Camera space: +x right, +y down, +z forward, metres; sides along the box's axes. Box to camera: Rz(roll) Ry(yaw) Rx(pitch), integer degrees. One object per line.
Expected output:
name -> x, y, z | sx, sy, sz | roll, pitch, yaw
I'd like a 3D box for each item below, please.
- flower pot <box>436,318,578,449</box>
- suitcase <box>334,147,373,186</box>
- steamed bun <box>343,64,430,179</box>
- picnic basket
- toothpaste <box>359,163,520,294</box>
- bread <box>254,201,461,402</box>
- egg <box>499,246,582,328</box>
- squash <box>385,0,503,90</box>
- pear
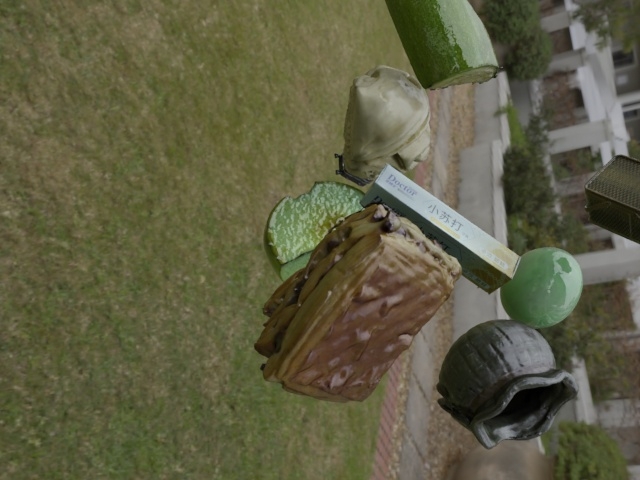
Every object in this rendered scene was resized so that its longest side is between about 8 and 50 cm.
flower pot -> 0.425, 0.345, 1.447 | 0.302, 0.301, 0.213 | 55, 4, -44
suitcase -> 0.106, -0.222, 1.863 | 0.126, 0.059, 0.086 | 24, 52, -38
steamed bun -> 0.163, -0.276, 1.435 | 0.289, 0.203, 0.276 | 97, -5, -51
picnic basket -> 0.858, -0.099, 1.640 | 0.266, 0.165, 0.139 | 37, -17, 46
toothpaste -> 0.226, -0.021, 1.165 | 0.312, 0.089, 0.071 | 35, 57, -1
bread -> 0.050, 0.098, 1.013 | 0.277, 0.325, 0.167 | 30, 8, -48
egg -> 0.664, 0.141, 1.844 | 0.220, 0.220, 0.270 | -62, 175, -57
squash -> 0.261, -0.470, 1.275 | 0.203, 0.111, 0.289 | -15, 83, -28
pear -> 0.000, 0.000, 1.479 | 0.159, 0.292, 0.292 | 58, 11, 30
